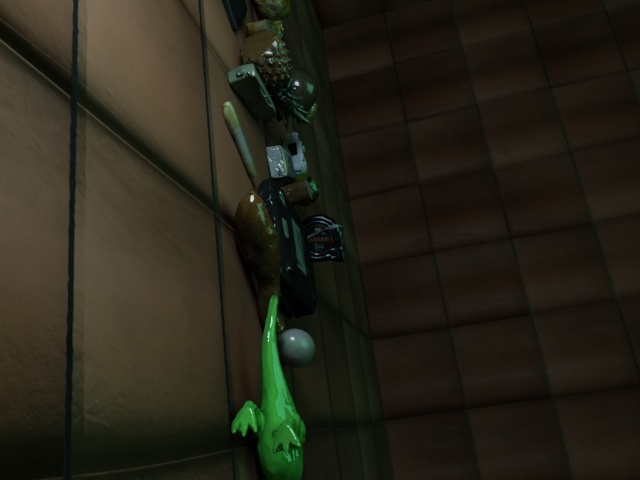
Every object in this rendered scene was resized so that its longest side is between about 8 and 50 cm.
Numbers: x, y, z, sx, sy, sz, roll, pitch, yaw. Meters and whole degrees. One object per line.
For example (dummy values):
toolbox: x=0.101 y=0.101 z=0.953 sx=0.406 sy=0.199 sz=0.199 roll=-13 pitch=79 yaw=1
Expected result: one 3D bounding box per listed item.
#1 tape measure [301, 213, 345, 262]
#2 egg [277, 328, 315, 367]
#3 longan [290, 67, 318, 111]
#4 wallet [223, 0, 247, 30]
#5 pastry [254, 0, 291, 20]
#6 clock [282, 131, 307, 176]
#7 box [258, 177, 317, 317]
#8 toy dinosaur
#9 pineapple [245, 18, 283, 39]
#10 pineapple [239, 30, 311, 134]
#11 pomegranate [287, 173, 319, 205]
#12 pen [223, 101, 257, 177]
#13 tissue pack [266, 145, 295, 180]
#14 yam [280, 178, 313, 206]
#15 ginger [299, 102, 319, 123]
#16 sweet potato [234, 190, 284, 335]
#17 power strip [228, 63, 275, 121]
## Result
tape measure: x=-0.001 y=-0.005 z=2.001 sx=0.107 sy=0.182 sz=0.180 roll=-6 pitch=96 yaw=-83
egg: x=-0.067 y=0.296 z=1.514 sx=0.135 sy=0.103 sz=0.103 roll=59 pitch=22 yaw=-55
longan: x=-0.092 y=-0.612 z=2.257 sx=0.167 sy=0.168 sz=0.187 roll=-87 pitch=-176 yaw=-54
wallet: x=-0.274 y=-0.770 z=1.778 sx=0.244 sy=0.025 sz=0.124 roll=-88 pitch=164 yaw=-54
pastry: x=-0.206 y=-0.995 z=2.080 sx=0.330 sy=0.137 sz=0.329 roll=-10 pitch=90 yaw=-80
clock: x=-0.093 y=-0.315 z=2.121 sx=0.117 sy=0.080 sz=0.176 roll=58 pitch=21 yaw=-65
box: x=-0.100 y=0.033 z=1.665 sx=0.350 sy=0.091 sz=0.359 roll=60 pitch=19 yaw=-62
toy dinosaur: x=-0.072 y=0.419 z=1.273 sx=0.499 sy=0.144 sz=0.374 roll=-84 pitch=166 yaw=-44
pineapple: x=-0.194 y=-0.685 z=1.889 sx=0.186 sy=0.115 sz=0.236 roll=63 pitch=21 yaw=-57
pineapple: x=-0.147 y=-0.499 z=1.809 sx=0.364 sy=0.166 sz=0.165 roll=69 pitch=14 yaw=-53
pomegranate: x=-0.071 y=-0.190 z=2.053 sx=0.161 sy=0.122 sz=0.122 roll=-148 pitch=-139 yaw=-65
pen: x=-0.220 y=-0.270 z=1.510 sx=0.040 sy=0.032 sz=0.233 roll=-57 pitch=140 yaw=-42
tissue pack: x=-0.134 y=-0.263 z=1.891 sx=0.148 sy=0.060 sz=0.108 roll=-7 pitch=87 yaw=-79
yam: x=-0.093 y=-0.151 z=1.811 sx=0.084 sy=0.127 sz=0.084 roll=-16 pitch=90 yaw=-82
ginger: x=-0.067 y=-0.598 z=2.588 sx=0.193 sy=0.115 sz=0.122 roll=58 pitch=44 yaw=-83
sweet potato: x=-0.146 y=0.056 z=1.382 sx=0.109 sy=0.109 sz=0.385 roll=-78 pitch=161 yaw=-66
power strip: x=-0.198 y=-0.442 z=1.676 sx=0.286 sy=0.080 sz=0.048 roll=51 pitch=28 yaw=-71
